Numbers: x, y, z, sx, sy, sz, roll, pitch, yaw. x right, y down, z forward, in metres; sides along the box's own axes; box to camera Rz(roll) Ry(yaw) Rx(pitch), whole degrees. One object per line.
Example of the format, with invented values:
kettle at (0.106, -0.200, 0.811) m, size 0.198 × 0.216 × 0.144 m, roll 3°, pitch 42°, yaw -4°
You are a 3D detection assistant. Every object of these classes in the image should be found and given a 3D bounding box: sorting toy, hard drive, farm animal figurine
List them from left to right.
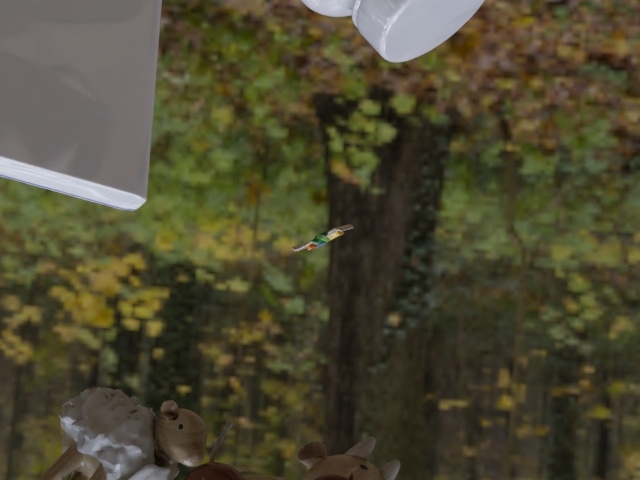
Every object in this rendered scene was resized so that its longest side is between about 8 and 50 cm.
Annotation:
hard drive at (-0.261, -0.203, 1.396) m, size 0.210 × 0.318 × 0.040 m, roll 16°, pitch 151°, yaw -29°
farm animal figurine at (-0.006, 0.232, 1.006) m, size 0.327 × 0.172 × 0.330 m, roll 8°, pitch 139°, yaw 50°
sorting toy at (0.000, 0.000, 1.578) m, size 0.062 × 0.012 × 0.083 m, roll -24°, pitch 178°, yaw 17°

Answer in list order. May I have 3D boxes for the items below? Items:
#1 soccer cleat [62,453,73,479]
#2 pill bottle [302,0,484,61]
soccer cleat at (-0.216, 0.204, 1.302) m, size 0.029 × 0.036 × 0.083 m, roll 48°, pitch -167°, yaw -30°
pill bottle at (0.010, -0.248, 1.009) m, size 0.136 × 0.245 × 0.136 m, roll -34°, pitch 161°, yaw -13°
